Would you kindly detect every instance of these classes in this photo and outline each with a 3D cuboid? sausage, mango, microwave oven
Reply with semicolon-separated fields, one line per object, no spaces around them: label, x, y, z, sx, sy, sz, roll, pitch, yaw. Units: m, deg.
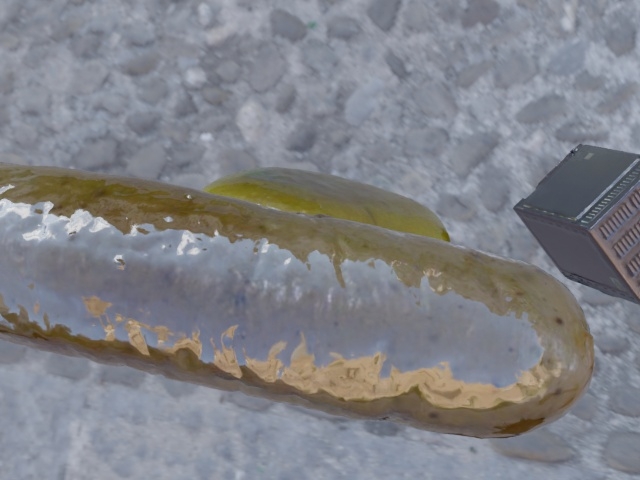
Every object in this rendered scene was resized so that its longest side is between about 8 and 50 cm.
sausage;-0.076;0.030;0.785;0.500;0.136;0.123;10;92;6
mango;0.000;0.000;1.562;0.253;0.364;0.182;35;125;58
microwave oven;0.462;-0.028;1.940;0.178;0.188;0.247;-46;20;-7
